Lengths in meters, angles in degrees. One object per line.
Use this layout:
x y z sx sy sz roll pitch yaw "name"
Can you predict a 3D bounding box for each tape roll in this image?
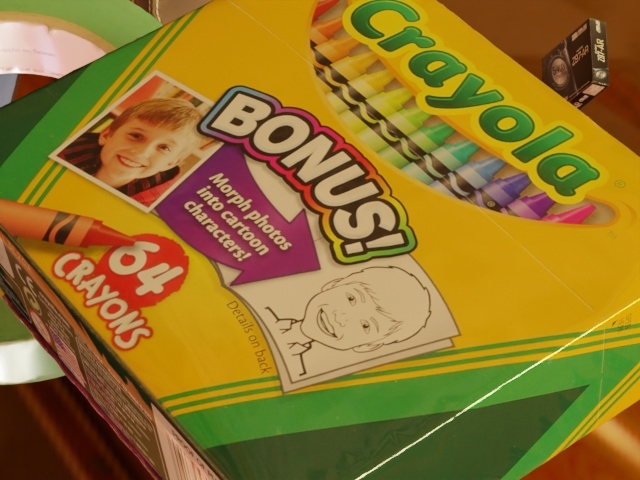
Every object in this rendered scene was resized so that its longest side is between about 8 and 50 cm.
-0.235 -0.052 1.402 0.077 0.321 0.321 94 158 -60 "tape roll"

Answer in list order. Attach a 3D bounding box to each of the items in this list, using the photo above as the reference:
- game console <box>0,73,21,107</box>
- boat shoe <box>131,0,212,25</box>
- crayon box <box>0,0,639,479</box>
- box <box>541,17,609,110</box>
-0.331 -0.201 1.860 0.342 0.060 0.386 -87 13 -67 "game console"
-0.091 -0.266 1.655 0.096 0.116 0.324 104 -179 -47 "boat shoe"
0.000 0.000 1.097 0.363 0.313 0.106 43 154 36 "crayon box"
0.230 -0.152 1.696 0.083 0.018 0.067 140 136 -56 "box"
